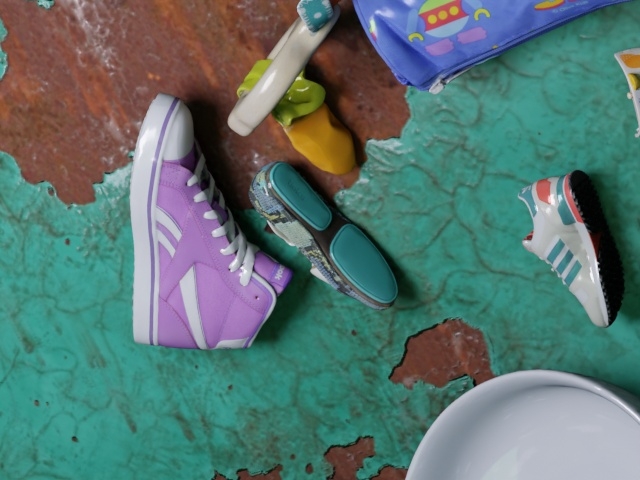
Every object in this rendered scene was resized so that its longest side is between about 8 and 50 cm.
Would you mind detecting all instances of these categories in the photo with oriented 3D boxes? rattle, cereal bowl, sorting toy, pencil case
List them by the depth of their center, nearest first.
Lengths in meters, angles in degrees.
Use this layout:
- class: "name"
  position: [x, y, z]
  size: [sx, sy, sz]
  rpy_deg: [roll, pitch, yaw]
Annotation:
- class: "pencil case"
  position: [0.178, -0.232, 1.412]
  size: [0.306, 0.119, 0.133]
  rpy_deg: [-21, 89, 21]
- class: "sorting toy"
  position: [0.319, -0.141, 1.467]
  size: [0.075, 0.045, 0.083]
  rpy_deg: [-19, 108, 0]
- class: "rattle"
  position: [0.011, -0.152, 1.471]
  size: [0.143, 0.130, 0.200]
  rpy_deg: [47, 128, 3]
- class: "cereal bowl"
  position: [0.249, 0.295, 1.565]
  size: [0.339, 0.141, 0.339]
  rpy_deg: [-4, 84, 39]

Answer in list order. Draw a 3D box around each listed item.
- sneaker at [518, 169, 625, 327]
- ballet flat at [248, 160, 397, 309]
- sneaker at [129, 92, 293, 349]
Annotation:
- class: "sneaker"
  position: [0.240, 0.010, 1.543]
  size: [0.075, 0.057, 0.161]
  rpy_deg: [-8, 112, 34]
- class: "ballet flat"
  position: [0.000, 0.000, 1.593]
  size: [0.070, 0.070, 0.188]
  rpy_deg: [-37, 98, 24]
- class: "sneaker"
  position: [-0.104, -0.014, 1.591]
  size: [0.161, 0.102, 0.282]
  rpy_deg: [7, 124, 7]
